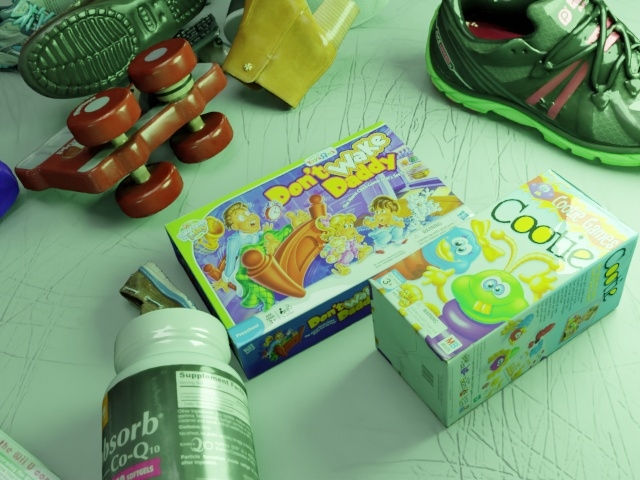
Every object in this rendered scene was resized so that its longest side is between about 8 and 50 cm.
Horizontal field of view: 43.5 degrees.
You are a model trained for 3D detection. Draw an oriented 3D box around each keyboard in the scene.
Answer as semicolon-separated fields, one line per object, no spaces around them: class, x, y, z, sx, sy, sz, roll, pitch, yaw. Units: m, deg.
keyboard;-0.254;-0.326;1.370;0.180;0.023;0.108;-33;36;6

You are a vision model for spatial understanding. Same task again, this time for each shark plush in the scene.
shark plush;-0.184;-0.330;1.408;0.067;0.073;0.161;-13;28;-33

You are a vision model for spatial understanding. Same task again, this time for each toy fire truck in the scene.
toy fire truck;-0.296;-0.178;1.221;0.254;0.169;0.302;10;49;40

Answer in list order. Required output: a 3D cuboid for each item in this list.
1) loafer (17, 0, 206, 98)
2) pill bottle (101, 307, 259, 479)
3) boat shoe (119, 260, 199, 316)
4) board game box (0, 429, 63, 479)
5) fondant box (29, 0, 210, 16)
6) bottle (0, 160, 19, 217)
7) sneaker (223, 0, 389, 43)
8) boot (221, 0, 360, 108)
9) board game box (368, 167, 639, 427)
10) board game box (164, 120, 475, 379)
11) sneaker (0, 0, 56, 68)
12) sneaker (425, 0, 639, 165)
loafer;-0.354;-0.356;1.354;0.130;0.134;0.366;17;47;44
pill bottle;-0.150;0.220;0.849;0.162;0.162;0.278;-12;49;-2
boat shoe;-0.196;0.099;1.028;0.066;0.066;0.183;-38;45;-16
board game box;-0.413;0.335;0.817;0.224;0.097;0.303;31;62;19
fondant box;-0.396;-0.525;1.557;0.330;0.096;0.238;-13;49;-4
bottle;-0.592;-0.116;1.240;0.283;0.092;0.118;28;69;28
sneaker;-0.031;-0.444;1.425;0.295;0.104;0.147;-10;54;5
boot;-0.103;-0.366;1.301;0.295;0.104;0.211;38;91;10
board game box;0.211;0.062;0.941;0.275;0.144;0.142;-30;52;-17
board game box;0.000;0.000;1.067;0.347;0.078;0.233;-27;52;-14
sneaker;-0.505;-0.361;1.413;0.283;0.122;0.110;9;52;11
sneaker;0.366;-0.253;1.145;0.482;0.202;0.185;20;56;23
